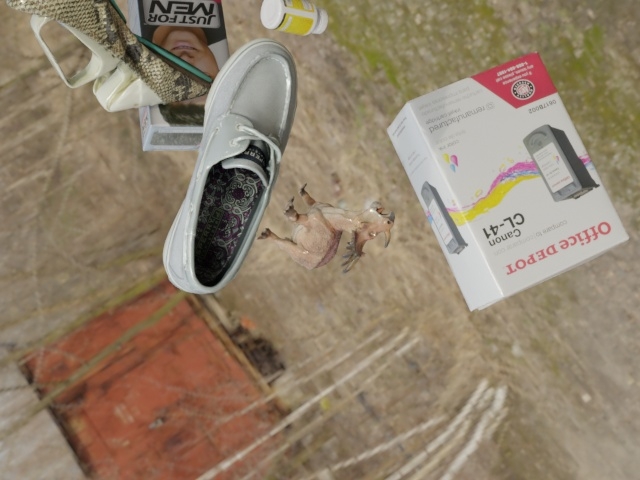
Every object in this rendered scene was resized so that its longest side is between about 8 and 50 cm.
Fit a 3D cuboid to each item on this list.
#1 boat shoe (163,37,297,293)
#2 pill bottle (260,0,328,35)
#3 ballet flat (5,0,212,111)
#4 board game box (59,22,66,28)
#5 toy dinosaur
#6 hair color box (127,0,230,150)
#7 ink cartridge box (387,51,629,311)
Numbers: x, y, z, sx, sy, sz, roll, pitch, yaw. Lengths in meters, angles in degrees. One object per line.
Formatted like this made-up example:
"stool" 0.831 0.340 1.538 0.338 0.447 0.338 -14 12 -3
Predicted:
"boat shoe" -0.064 -0.060 0.813 0.079 0.227 0.081 20 178 -25
"pill bottle" -0.045 -0.408 1.775 0.065 0.116 0.065 -4 85 52
"ballet flat" -0.381 -0.337 1.730 0.164 0.182 0.483 33 177 32
"board game box" -0.513 -0.494 1.724 0.194 0.060 0.194 30 153 0
"toy dinosaur" 0.000 0.000 1.968 0.200 0.127 0.296 42 145 -5
"hair color box" -0.291 -0.376 2.040 0.113 0.185 0.374 130 134 -61
"ink cartridge box" 0.265 -0.085 1.404 0.306 0.226 0.131 65 166 9
